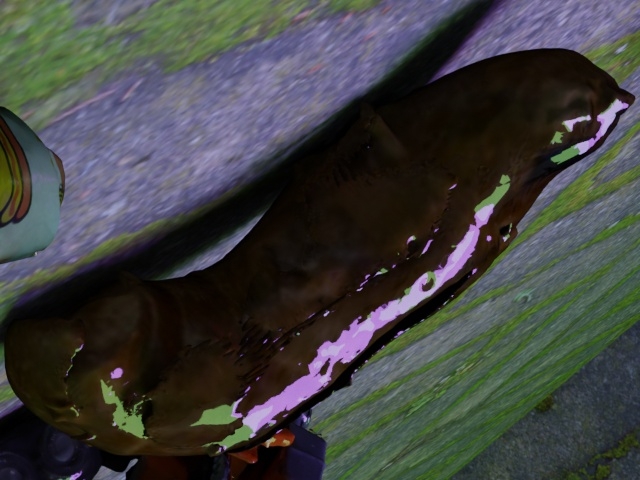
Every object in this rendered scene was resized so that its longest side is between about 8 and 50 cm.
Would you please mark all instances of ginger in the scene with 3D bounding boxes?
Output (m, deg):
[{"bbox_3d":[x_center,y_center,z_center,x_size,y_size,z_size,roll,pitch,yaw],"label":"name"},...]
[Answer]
[{"bbox_3d":[-0.001,0.010,0.916,0.309,0.107,0.133,-32,144,-13],"label":"ginger"}]

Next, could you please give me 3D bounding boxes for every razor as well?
[{"bbox_3d":[-0.176,0.146,1.050,0.090,0.054,0.148,-27,166,-35],"label":"razor"}]

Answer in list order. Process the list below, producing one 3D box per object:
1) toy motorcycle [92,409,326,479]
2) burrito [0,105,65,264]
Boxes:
[{"bbox_3d":[-0.107,0.189,1.147,0.325,0.148,0.221,-57,-168,34],"label":"toy motorcycle"},{"bbox_3d":[-0.160,-0.001,0.508,0.104,0.054,0.288,-19,180,15],"label":"burrito"}]
